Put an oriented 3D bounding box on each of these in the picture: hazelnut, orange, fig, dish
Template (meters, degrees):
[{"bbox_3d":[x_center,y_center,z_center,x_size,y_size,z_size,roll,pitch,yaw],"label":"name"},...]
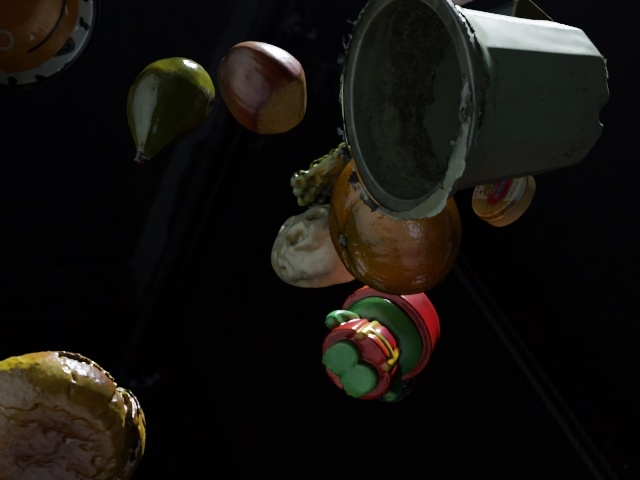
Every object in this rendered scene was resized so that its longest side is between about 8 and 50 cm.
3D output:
[{"bbox_3d":[-0.124,-0.316,2.102,0.210,0.210,0.186,-22,-112,52],"label":"hazelnut"},{"bbox_3d":[0.103,-0.025,1.466,0.240,0.171,0.240,59,-16,29],"label":"orange"},{"bbox_3d":[-0.240,-0.200,1.482,0.132,0.185,0.127,-8,-71,24],"label":"fig"},{"bbox_3d":[-0.529,-0.401,1.690,0.120,0.303,0.303,43,-54,37],"label":"dish"}]

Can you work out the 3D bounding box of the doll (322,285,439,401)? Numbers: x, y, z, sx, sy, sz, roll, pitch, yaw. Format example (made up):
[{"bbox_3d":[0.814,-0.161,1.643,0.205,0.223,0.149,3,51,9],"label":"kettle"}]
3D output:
[{"bbox_3d":[0.125,0.157,1.774,0.182,0.363,0.160,46,-66,5],"label":"doll"}]

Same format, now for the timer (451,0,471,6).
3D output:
[{"bbox_3d":[0.300,-0.541,1.782,0.078,0.253,0.178,-98,166,-61],"label":"timer"}]

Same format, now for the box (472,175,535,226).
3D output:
[{"bbox_3d":[0.290,-0.073,1.569,0.105,0.037,0.106,-38,-147,30],"label":"box"}]

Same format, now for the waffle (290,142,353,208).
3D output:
[{"bbox_3d":[0.047,-0.134,2.095,0.223,0.204,0.054,-32,-111,9],"label":"waffle"}]

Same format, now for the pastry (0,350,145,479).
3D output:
[{"bbox_3d":[-0.497,0.360,1.812,0.164,0.355,0.356,-100,-155,-60],"label":"pastry"}]

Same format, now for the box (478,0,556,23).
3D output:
[{"bbox_3d":[0.337,-0.298,1.650,0.090,0.201,0.145,-4,-109,43],"label":"box"}]

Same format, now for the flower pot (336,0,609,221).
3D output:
[{"bbox_3d":[0.188,-0.171,1.206,0.290,0.259,0.290,20,-67,58],"label":"flower pot"}]

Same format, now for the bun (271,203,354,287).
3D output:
[{"bbox_3d":[0.000,0.000,2.009,0.231,0.231,0.133,27,-44,50],"label":"bun"}]

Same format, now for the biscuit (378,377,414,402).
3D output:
[{"bbox_3d":[0.134,0.262,1.869,0.027,0.089,0.087,71,9,-70],"label":"biscuit"}]
